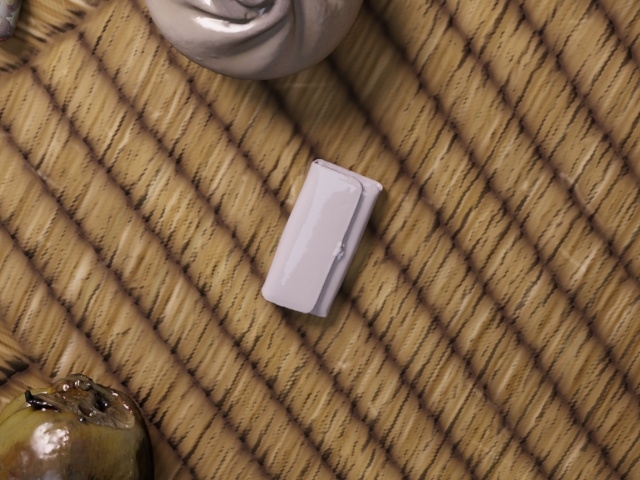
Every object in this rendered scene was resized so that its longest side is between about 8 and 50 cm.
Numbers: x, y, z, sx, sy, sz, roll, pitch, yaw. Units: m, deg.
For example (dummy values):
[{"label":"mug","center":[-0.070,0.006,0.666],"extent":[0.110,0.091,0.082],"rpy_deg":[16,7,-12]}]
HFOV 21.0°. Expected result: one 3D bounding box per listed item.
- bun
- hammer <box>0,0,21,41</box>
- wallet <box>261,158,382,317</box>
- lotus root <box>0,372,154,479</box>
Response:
[{"label":"bun","center":[-0.051,-0.202,1.288],"extent":[0.172,0.120,0.173],"rpy_deg":[1,105,2]},{"label":"hammer","center":[-0.276,-0.189,1.359],"extent":[0.083,0.031,0.053],"rpy_deg":[18,104,10]},{"label":"wallet","center":[0.000,0.000,1.392],"extent":[0.061,0.025,0.122],"rpy_deg":[20,107,-8]},{"label":"lotus root","center":[-0.225,0.251,1.418],"extent":[0.160,0.152,0.275],"rpy_deg":[13,112,-18]}]
